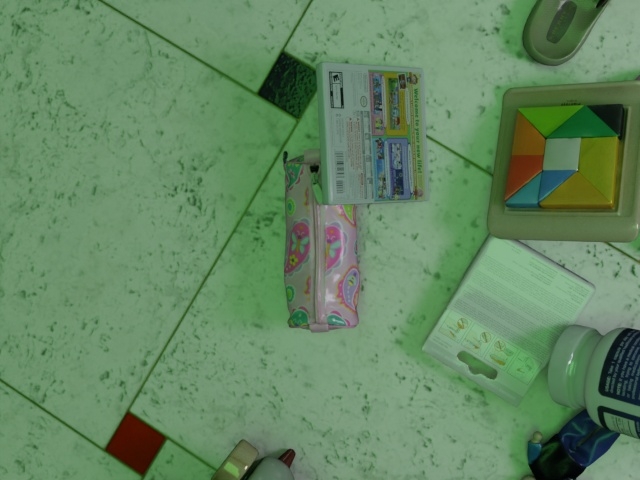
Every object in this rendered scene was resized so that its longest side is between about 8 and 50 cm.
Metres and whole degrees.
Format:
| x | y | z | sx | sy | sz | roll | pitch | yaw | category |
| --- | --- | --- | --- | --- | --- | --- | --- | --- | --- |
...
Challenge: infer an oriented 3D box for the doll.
| x | y | z | sx | sy | sz | roll | pitch | yaw | category |
| --- | --- | --- | --- | --- | --- | --- | --- | --- | --- |
| 0.387 | 0.339 | 1.337 | 0.189 | 0.046 | 0.129 | -43 | 84 | 8 | doll |

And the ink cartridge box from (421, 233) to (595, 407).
| x | y | z | sx | sy | sz | roll | pitch | yaw | category |
| --- | --- | --- | --- | --- | --- | --- | --- | --- | --- |
| 0.292 | 0.119 | 1.347 | 0.181 | 0.056 | 0.224 | 31 | 103 | 7 | ink cartridge box |

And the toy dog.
| x | y | z | sx | sy | sz | roll | pitch | yaw | category |
| --- | --- | --- | --- | --- | --- | --- | --- | --- | --- |
| -0.133 | 0.448 | 1.398 | 0.334 | 0.161 | 0.220 | -33 | 90 | 24 | toy dog |

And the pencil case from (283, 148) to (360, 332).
| x | y | z | sx | sy | sz | roll | pitch | yaw | category |
| --- | --- | --- | --- | --- | --- | --- | --- | --- | --- |
| 0.000 | 0.000 | 1.352 | 0.124 | 0.124 | 0.284 | 0 | 93 | 9 | pencil case |

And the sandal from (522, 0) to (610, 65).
| x | y | z | sx | sy | sz | roll | pitch | yaw | category |
| --- | --- | --- | --- | --- | --- | --- | --- | --- | --- |
| 0.403 | -0.407 | 1.285 | 0.120 | 0.086 | 0.302 | 22 | 96 | 8 | sandal |

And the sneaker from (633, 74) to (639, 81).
| x | y | z | sx | sy | sz | roll | pitch | yaw | category |
| --- | --- | --- | --- | --- | --- | --- | --- | --- | --- |
| 0.512 | -0.138 | 1.279 | 0.095 | 0.104 | 0.236 | -10 | 68 | 14 | sneaker |

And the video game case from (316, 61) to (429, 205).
| x | y | z | sx | sy | sz | roll | pitch | yaw | category |
| --- | --- | --- | --- | --- | --- | --- | --- | --- | --- |
| 0.083 | -0.163 | 1.320 | 0.193 | 0.023 | 0.212 | -4 | 92 | -33 | video game case |

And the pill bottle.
| x | y | z | sx | sy | sz | roll | pitch | yaw | category |
| --- | --- | --- | --- | --- | --- | --- | --- | --- | --- |
| 0.472 | 0.209 | 1.219 | 0.265 | 0.153 | 0.153 | 12 | 95 | 40 | pill bottle |

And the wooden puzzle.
| x | y | z | sx | sy | sz | roll | pitch | yaw | category |
| --- | --- | --- | --- | --- | --- | --- | --- | --- | --- |
| 0.362 | -0.119 | 1.265 | 0.221 | 0.044 | 0.238 | 2 | 78 | 30 | wooden puzzle |
